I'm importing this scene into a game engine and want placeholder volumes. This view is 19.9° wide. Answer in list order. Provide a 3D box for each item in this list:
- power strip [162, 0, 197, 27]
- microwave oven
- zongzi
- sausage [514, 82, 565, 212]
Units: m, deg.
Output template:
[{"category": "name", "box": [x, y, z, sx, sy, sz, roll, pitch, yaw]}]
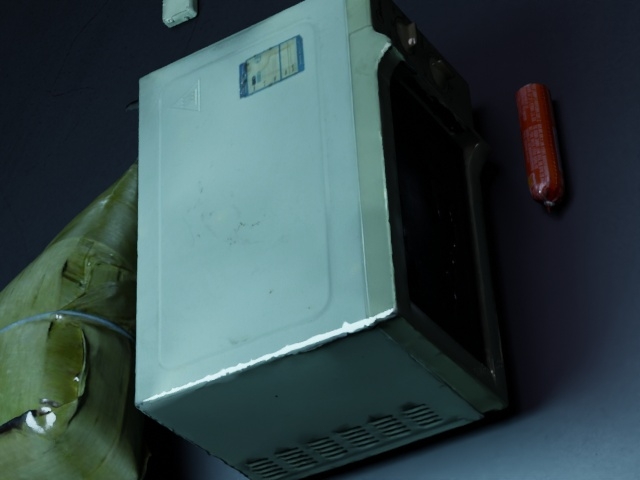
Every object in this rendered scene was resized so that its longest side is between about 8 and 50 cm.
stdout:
[{"category": "power strip", "box": [-0.156, -0.277, 2.027, 0.040, 0.016, 0.090, -21, 51, 25]}, {"category": "microwave oven", "box": [0.000, 0.000, 1.596, 0.286, 0.218, 0.355, -23, 51, 25]}, {"category": "zongzi", "box": [-0.312, 0.132, 1.791, 0.356, 0.174, 0.393, -28, 39, 27]}, {"category": "sausage", "box": [0.197, -0.080, 1.629, 0.034, 0.034, 0.129, -21, 53, 25]}]
